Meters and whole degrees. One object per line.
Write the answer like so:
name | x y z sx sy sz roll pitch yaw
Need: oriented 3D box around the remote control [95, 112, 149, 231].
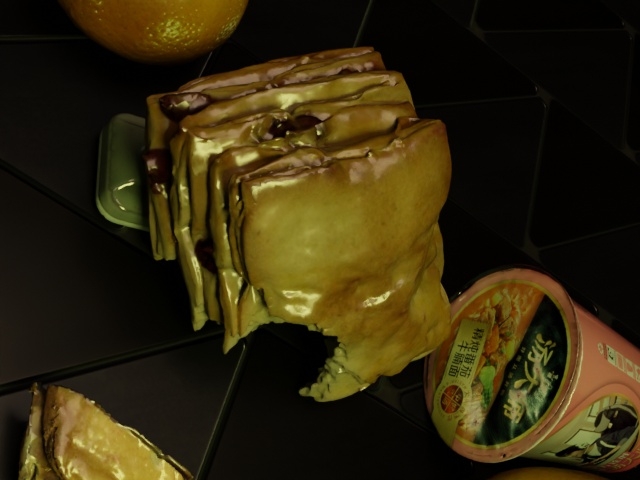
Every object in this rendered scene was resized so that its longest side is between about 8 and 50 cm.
remote control | -0.090 -0.048 1.152 0.335 0.065 0.128 15 59 -31

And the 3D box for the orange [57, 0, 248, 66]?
orange | -0.197 -0.291 1.131 0.237 0.179 0.158 33 46 -20

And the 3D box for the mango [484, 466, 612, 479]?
mango | 0.271 0.362 1.128 0.317 0.173 0.211 16 68 -16

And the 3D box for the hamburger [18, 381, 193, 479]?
hamburger | -0.208 0.212 0.899 0.176 0.087 0.102 42 57 -20

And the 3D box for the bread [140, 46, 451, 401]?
bread | 0.000 0.000 1.055 0.314 0.191 0.370 -20 111 -26

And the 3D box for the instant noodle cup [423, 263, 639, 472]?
instant noodle cup | 0.289 0.178 1.228 0.255 0.244 0.244 25 51 -36
